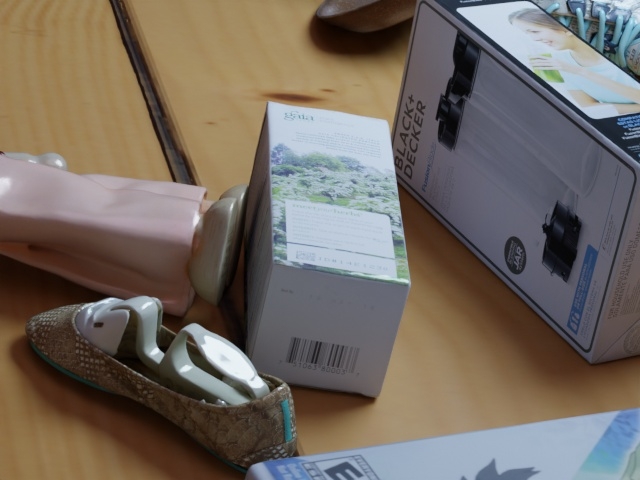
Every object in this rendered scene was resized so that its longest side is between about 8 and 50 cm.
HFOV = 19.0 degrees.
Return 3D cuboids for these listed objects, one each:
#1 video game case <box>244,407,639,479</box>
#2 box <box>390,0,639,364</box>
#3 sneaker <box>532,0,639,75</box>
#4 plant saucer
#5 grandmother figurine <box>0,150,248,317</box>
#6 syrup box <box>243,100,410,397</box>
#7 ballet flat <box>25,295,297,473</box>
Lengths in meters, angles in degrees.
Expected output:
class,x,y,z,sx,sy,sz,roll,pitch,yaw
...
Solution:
class,x,y,z,sx,sy,sz,roll,pitch,yaw
video game case,0.155,0.216,1.080,0.300,0.036,0.329,-5,33,-28
box,0.169,-0.058,1.430,0.087,0.169,0.290,-10,37,-29
sneaker,0.271,-0.212,1.797,0.283,0.110,0.122,-7,47,-20
plant saucer,0.091,-0.241,1.764,0.199,0.036,0.198,-28,14,8
grandmother figurine,-0.229,-0.025,1.307,0.342,0.104,0.208,11,2,3
syrup box,0.000,0.000,1.336,0.093,0.096,0.237,9,29,-8
ballet flat,-0.098,0.073,1.203,0.206,0.067,0.073,25,32,22
